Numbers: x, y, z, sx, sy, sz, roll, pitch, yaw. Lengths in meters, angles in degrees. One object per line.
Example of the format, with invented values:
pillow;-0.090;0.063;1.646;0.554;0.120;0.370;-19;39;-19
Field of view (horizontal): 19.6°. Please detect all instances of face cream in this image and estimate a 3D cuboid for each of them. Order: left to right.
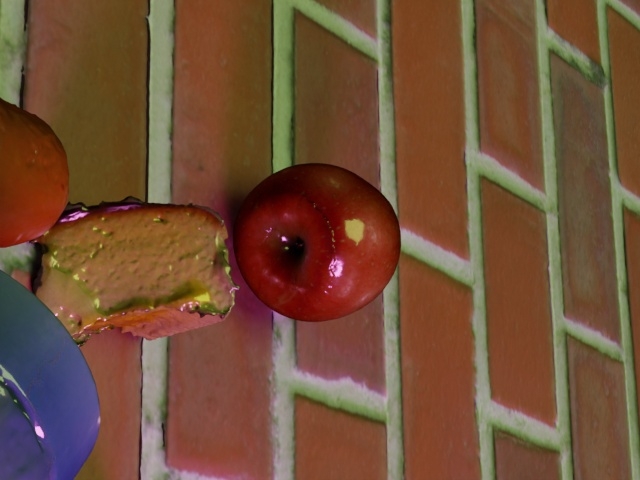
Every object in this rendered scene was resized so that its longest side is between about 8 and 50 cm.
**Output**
face cream;-0.324;0.160;1.394;0.249;0.249;0.225;61;39;-23

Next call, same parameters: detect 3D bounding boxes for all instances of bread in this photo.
bread;-0.186;0.030;1.761;0.160;0.169;0.140;3;77;-41

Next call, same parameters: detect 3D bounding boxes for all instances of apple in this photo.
apple;0.000;0.000;2.003;0.168;0.181;0.181;-18;93;-55

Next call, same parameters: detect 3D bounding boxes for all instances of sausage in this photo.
sausage;-0.320;-0.076;1.601;0.258;0.133;0.133;34;51;-48
